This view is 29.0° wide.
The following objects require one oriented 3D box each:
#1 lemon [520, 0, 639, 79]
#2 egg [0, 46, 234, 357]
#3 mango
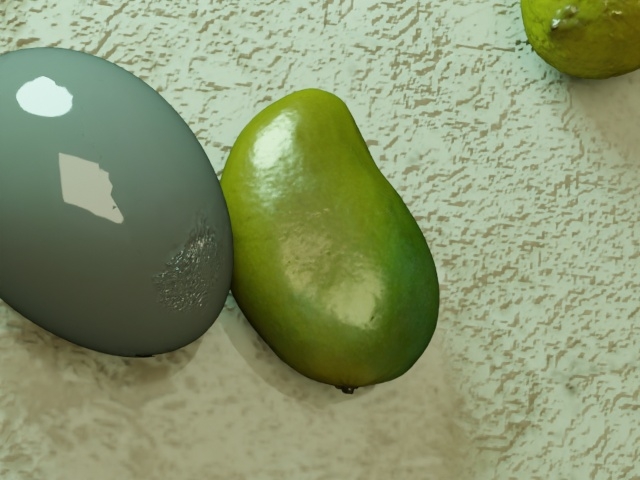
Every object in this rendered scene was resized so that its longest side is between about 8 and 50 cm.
[{"bbox_3d":[0.194,-0.165,0.829,0.133,0.109,0.109,-33,84,-25],"label":"lemon"},{"bbox_3d":[-0.133,-0.021,0.709,0.146,0.146,0.198,-36,91,-17],"label":"egg"},{"bbox_3d":[-0.002,0.003,0.767,0.122,0.085,0.191,-29,74,-6],"label":"mango"}]
